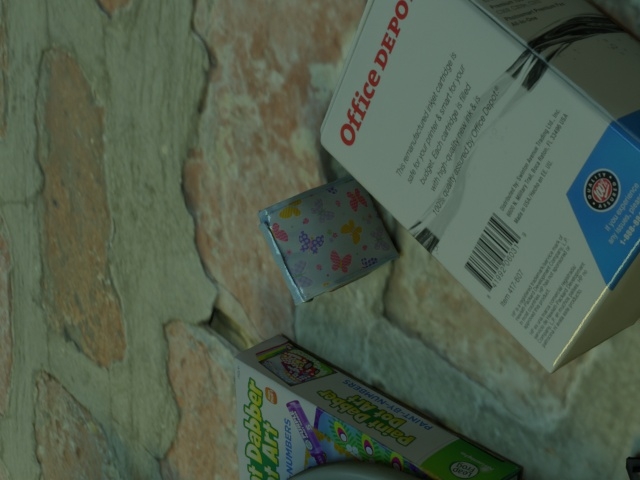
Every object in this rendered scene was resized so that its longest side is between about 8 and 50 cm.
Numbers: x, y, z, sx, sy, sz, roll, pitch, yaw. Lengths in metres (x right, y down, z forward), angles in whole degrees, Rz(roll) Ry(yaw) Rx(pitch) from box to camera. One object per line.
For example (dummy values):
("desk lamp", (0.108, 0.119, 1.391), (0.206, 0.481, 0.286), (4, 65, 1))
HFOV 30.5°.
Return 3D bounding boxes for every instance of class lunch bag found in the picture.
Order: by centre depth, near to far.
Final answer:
("lunch bag", (0.000, 0.000, 0.801), (0.053, 0.083, 0.071), (-31, 84, 51))

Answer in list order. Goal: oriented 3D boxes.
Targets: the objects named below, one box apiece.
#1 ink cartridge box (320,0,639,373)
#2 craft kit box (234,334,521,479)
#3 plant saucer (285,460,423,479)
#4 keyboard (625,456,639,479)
("ink cartridge box", (0.109, -0.055, 0.644), (0.203, 0.086, 0.148), (47, 137, 24))
("craft kit box", (0.034, 0.230, 0.902), (0.246, 0.061, 0.250), (26, 126, 43))
("plant saucer", (0.033, 0.357, 0.802), (0.400, 0.100, 0.400), (15, 110, 46))
("keyboard", (0.241, 0.209, 0.673), (0.108, 0.023, 0.180), (-13, 98, 51))
